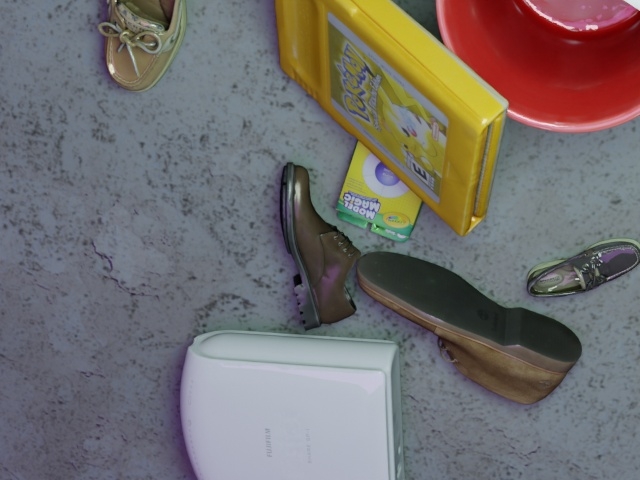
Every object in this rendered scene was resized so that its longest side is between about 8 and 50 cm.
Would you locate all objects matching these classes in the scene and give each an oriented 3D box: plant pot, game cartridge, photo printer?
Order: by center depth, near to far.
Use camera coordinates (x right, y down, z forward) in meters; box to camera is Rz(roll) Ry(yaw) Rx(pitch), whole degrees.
[{"bbox_3d":[0.277,-0.283,1.523,0.275,0.243,0.275,6,116,14],"label":"plant pot"},{"bbox_3d":[0.068,-0.173,1.590,0.324,0.053,0.285,42,164,18],"label":"game cartridge"},{"bbox_3d":[-0.043,0.248,1.936,0.307,0.107,0.256,4,115,14],"label":"photo printer"}]

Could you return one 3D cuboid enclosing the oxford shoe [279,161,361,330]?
[{"bbox_3d":[0.000,0.000,1.836,0.096,0.083,0.227,-12,113,3],"label":"oxford shoe"}]

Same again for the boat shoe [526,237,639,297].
[{"bbox_3d":[0.329,0.042,1.767,0.152,0.049,0.056,-22,106,23],"label":"boat shoe"}]

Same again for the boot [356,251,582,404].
[{"bbox_3d":[0.173,0.118,1.822,0.305,0.112,0.115,27,129,0],"label":"boot"}]

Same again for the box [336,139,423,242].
[{"bbox_3d":[0.087,-0.083,1.784,0.105,0.043,0.179,21,119,7],"label":"box"}]

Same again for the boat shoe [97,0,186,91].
[{"bbox_3d":[-0.213,-0.306,1.739,0.104,0.089,0.285,21,118,5],"label":"boat shoe"}]

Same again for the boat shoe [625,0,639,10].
[{"bbox_3d":[0.342,-0.243,1.356,0.184,0.066,0.063,34,120,9],"label":"boat shoe"}]
